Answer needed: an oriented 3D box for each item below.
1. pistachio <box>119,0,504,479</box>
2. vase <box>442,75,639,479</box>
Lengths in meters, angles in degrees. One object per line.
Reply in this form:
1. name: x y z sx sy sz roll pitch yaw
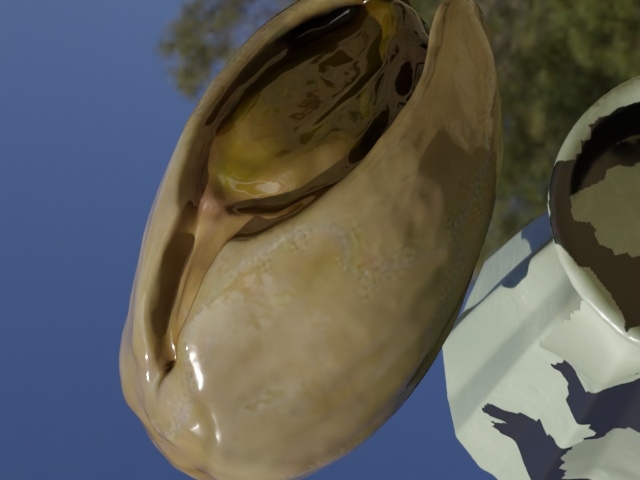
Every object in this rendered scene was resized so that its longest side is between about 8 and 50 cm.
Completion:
1. pistachio: 0.000 0.000 0.801 0.137 0.238 0.153 30 -164 29
2. vase: 0.144 0.034 0.861 0.165 0.165 0.360 7 165 2
